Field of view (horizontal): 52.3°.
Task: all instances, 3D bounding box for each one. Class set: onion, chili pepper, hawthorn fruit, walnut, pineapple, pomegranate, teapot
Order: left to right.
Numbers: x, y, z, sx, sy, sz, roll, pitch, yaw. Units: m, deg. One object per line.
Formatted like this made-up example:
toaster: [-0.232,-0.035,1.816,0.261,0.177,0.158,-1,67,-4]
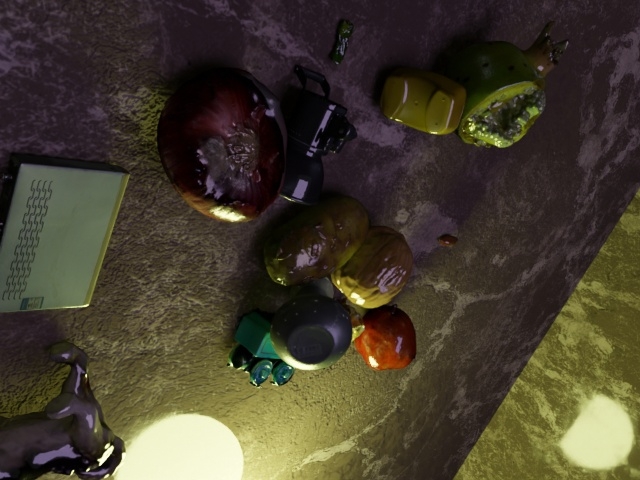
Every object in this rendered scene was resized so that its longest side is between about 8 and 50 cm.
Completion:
onion: [-0.180,-0.162,1.139,0.272,0.195,0.272,9,79,-55]
teapot: [-0.020,0.173,1.498,0.183,0.251,0.184,0,113,0]
pineapple: [0.008,0.265,1.751,0.236,0.114,0.186,-35,142,-7]
chili pepper: [0.043,-0.395,1.294,0.030,0.034,0.091,12,115,-15]
walnut: [0.135,0.062,1.629,0.213,0.213,0.213,-28,137,-29]
hawthorn fruit: [0.194,0.269,1.883,0.185,0.185,0.202,-14,122,-40]
pomegranate: [0.429,-0.367,1.532,0.340,0.260,0.260,-43,147,18]

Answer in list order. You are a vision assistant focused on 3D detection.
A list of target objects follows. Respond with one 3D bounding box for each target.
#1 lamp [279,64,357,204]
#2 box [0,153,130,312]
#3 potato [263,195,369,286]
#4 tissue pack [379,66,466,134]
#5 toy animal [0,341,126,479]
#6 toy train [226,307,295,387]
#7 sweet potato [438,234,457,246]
lamp: [-0.018,-0.199,1.269,0.147,0.172,0.227,6,116,-48]
box: [-0.442,-0.007,1.070,0.210,0.045,0.270,-1,120,-47]
potato: [0.000,0.000,1.476,0.298,0.141,0.176,-30,148,-27]
tissue pack: [0.230,-0.310,1.438,0.127,0.178,0.123,-37,145,-53]
toy animal: [-0.533,0.405,1.193,0.344,0.194,0.303,-28,132,-22]
toy train: [-0.125,0.260,1.583,0.203,0.112,0.163,17,101,-54]
sweet potato: [0.395,0.000,1.993,0.095,0.034,0.034,-5,123,-42]
